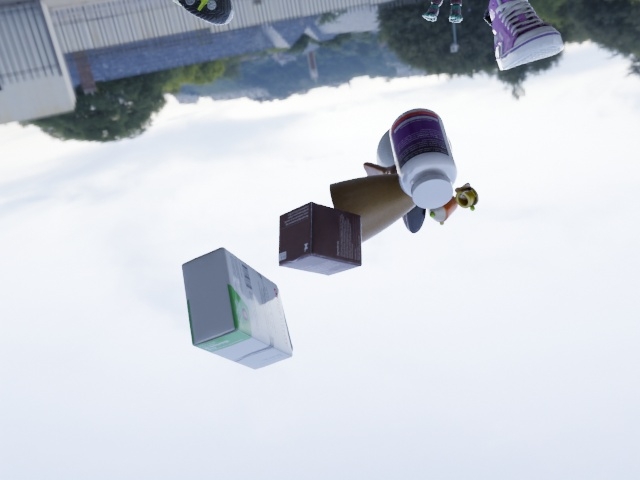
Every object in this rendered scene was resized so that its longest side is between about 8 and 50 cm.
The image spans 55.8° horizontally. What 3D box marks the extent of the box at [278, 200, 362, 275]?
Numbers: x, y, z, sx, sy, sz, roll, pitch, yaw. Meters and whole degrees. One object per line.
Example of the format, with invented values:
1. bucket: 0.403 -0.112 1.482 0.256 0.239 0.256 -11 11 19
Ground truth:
1. box: 0.000 0.000 1.842 0.203 0.167 0.168 14 158 -37

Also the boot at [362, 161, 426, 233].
1. boot: 0.265 -0.165 2.297 0.096 0.264 0.280 -29 -159 -25

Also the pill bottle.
1. pill bottle: 0.325 -0.257 1.904 0.181 0.182 0.323 -8 -132 5

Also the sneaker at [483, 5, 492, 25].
1. sneaker: 0.447 -0.577 1.508 0.084 0.058 0.152 -3 -142 3

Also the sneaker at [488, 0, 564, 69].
1. sneaker: 0.370 -0.412 1.144 0.102 0.161 0.282 -15 -168 7

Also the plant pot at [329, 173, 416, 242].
1. plant pot: 0.190 -0.132 2.082 0.254 0.237 0.237 -21 -162 13

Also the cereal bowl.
1. cereal bowl: 0.404 -0.400 2.605 0.338 0.141 0.339 -4 -127 5

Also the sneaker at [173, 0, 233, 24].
1. sneaker: -0.421 -0.835 2.011 0.384 0.145 0.147 39 -165 18

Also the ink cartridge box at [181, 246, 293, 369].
1. ink cartridge box: -0.193 0.173 1.450 0.121 0.289 0.211 -22 -120 14

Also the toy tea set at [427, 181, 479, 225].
1. toy tea set: 0.411 -0.211 2.203 0.124 0.336 0.200 -33 176 -30

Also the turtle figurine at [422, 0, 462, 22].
1. turtle figurine: 0.376 -0.759 1.752 0.175 0.234 0.118 14 -172 39
